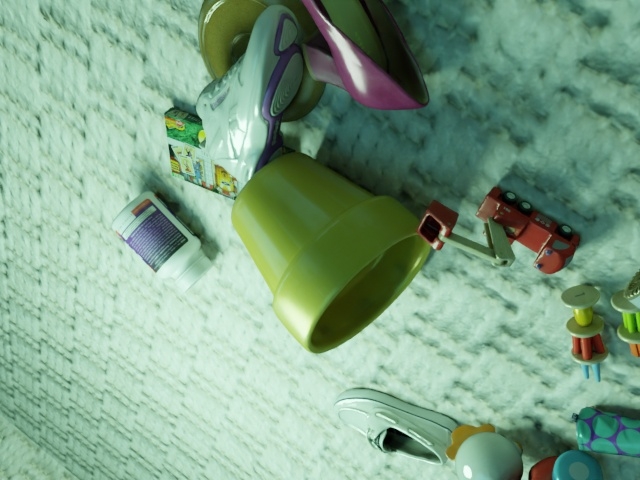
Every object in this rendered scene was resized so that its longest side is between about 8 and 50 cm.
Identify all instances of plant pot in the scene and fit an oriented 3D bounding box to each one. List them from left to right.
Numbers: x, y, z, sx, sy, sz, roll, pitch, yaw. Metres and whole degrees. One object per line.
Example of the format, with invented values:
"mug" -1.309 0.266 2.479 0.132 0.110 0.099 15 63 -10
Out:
"plant pot" -0.097 -0.280 1.086 0.236 0.032 0.236 20 132 24
"plant pot" 0.000 0.000 1.094 0.239 0.254 0.254 47 140 22

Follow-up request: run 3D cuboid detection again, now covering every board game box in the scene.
"board game box" -0.158 -0.133 1.252 0.259 0.030 0.136 21 131 23

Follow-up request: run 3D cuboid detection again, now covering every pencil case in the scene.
"pencil case" 0.458 0.286 1.075 0.151 0.070 0.064 -1 155 37

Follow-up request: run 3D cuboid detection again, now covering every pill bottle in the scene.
"pill bottle" -0.305 0.006 1.415 0.193 0.108 0.108 46 138 -1

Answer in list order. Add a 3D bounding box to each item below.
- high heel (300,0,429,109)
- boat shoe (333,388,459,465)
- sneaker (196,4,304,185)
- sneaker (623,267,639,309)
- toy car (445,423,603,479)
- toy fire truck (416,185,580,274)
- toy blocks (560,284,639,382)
"high heel" 0.034 -0.317 0.854 0.181 0.127 0.377 25 158 32
"boat shoe" 0.130 0.360 1.371 0.267 0.088 0.096 13 129 30
"sneaker" -0.116 -0.209 1.046 0.152 0.114 0.305 32 137 11
"sneaker" 0.499 0.034 0.819 0.153 0.099 0.282 41 142 6
"toy car" 0.320 0.390 1.212 0.238 0.210 0.219 52 165 37
"toy fire truck" 0.239 -0.007 0.962 0.192 0.135 0.047 34 137 12
"toy blocks" 0.407 0.138 1.006 0.123 0.054 0.148 2 123 37
